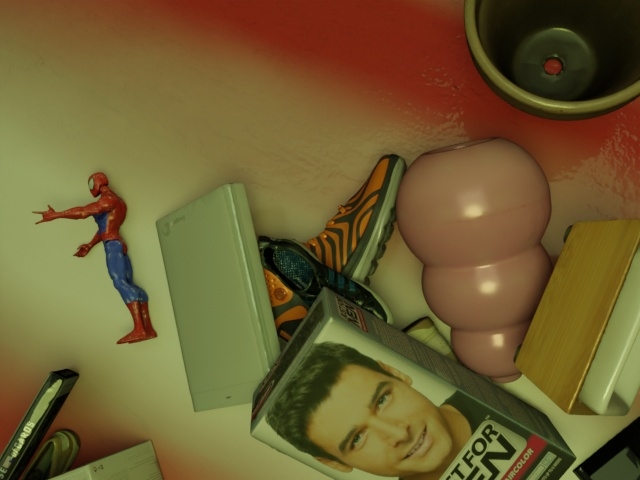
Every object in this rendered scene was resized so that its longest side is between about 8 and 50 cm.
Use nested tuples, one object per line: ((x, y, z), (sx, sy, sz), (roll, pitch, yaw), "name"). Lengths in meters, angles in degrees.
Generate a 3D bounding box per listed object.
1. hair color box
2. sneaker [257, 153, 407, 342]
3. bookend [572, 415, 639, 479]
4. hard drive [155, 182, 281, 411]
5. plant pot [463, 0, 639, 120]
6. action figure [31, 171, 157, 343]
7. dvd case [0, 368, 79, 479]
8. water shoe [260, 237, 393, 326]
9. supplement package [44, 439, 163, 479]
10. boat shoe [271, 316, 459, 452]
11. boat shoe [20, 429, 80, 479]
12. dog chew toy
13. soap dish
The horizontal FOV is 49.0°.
((0.115, 0.240, 0.911), (0.374, 0.114, 0.185), (31, 102, -11), "hair color box")
((0.000, 0.000, 1.038), (0.180, 0.124, 0.321), (24, 89, 11), "sneaker")
((0.423, 0.294, 0.908), (0.156, 0.157, 0.072), (-41, 78, 4), "bookend")
((-0.153, 0.092, 1.051), (0.203, 0.040, 0.308), (-21, 79, 43), "hard drive")
((0.325, -0.269, 0.949), (0.262, 0.229, 0.263), (-1, 84, 10), "plant pot")
((-0.360, 0.032, 1.119), (0.139, 0.091, 0.281), (-12, 82, -1), "action figure")
((-0.441, 0.304, 1.042), (0.029, 0.179, 0.239), (29, 77, -7), "dvd case")
((0.002, 0.072, 0.947), (0.203, 0.080, 0.073), (33, 102, 14), "water shoe")
((-0.320, 0.427, 1.020), (0.149, 0.194, 0.203), (-22, 80, 9), "supplement package")
((0.059, 0.231, 1.013), (0.302, 0.109, 0.098), (-36, 85, 6), "boat shoe")
((-0.454, 0.391, 1.112), (0.068, 0.072, 0.190), (22, 89, 13), "boat shoe")
((0.223, 0.033, 0.957), (0.206, 0.206, 0.332), (-12, 98, 10), "dog chew toy")
((0.357, 0.103, 0.888), (0.118, 0.290, 0.229), (22, 89, 32), "soap dish")
